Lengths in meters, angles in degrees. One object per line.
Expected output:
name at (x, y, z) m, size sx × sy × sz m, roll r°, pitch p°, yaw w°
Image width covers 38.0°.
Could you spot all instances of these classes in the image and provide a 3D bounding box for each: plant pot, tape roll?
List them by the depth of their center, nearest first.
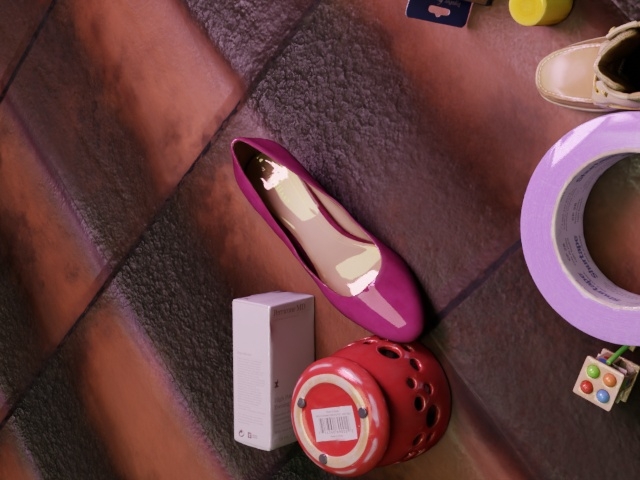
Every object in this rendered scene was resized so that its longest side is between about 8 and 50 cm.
tape roll at (0.384, -0.016, 1.115) m, size 0.275 × 0.090 × 0.274 m, roll 5°, pitch 98°, yaw 37°
plant pot at (0.066, 0.236, 1.343) m, size 0.191 × 0.174 × 0.191 m, roll 2°, pitch 94°, yaw 39°

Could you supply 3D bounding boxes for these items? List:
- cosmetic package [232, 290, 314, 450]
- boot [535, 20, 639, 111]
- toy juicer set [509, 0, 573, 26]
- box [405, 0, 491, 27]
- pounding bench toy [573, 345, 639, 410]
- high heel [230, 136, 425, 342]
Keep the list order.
cosmetic package at (-0.073, 0.203, 1.484) m, size 0.086 × 0.117 × 0.231 m, roll 6°, pitch 100°, yaw 37°
boot at (0.338, -0.194, 1.056) m, size 0.262 × 0.203 × 0.095 m, roll 9°, pitch 100°, yaw 36°
toy juicer set at (0.346, -0.398, 1.092) m, size 0.329 × 0.089 × 0.209 m, roll -17°, pitch 97°, yaw 45°
box at (0.192, -0.387, 1.196) m, size 0.036 × 0.136 × 0.225 m, roll 32°, pitch 114°, yaw 38°
pounding bench toy at (0.363, 0.160, 1.164) m, size 0.052 × 0.065 × 0.083 m, roll 29°, pitch 111°, yaw 33°
high heel at (0.000, 0.000, 1.349) m, size 0.127 × 0.181 × 0.377 m, roll -48°, pitch 63°, yaw 5°
